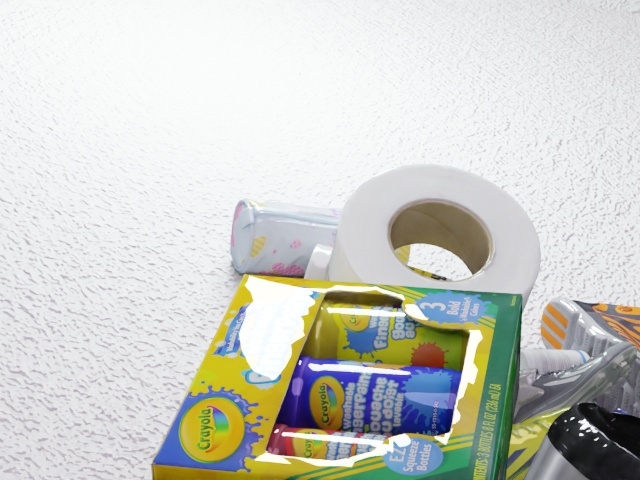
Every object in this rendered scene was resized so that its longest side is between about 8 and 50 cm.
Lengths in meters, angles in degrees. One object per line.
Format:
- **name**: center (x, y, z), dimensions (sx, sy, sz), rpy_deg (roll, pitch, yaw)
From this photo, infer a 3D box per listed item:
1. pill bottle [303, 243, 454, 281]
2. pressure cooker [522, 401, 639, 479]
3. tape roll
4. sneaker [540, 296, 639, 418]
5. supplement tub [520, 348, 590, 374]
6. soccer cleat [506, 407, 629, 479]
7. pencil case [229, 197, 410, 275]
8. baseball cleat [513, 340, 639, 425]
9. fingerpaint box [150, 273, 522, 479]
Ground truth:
- **pill bottle**: center (0.080, 0.082, 2.229), dimensions (0.208, 0.119, 0.119), rpy_deg (17, 29, 4)
- **pressure cooker**: center (0.307, 0.411, 1.464), dimensions (0.375, 0.420, 0.370), rpy_deg (25, 7, -6)
- **tape roll**: center (0.157, 0.029, 2.142), dimensions (0.286, 0.100, 0.286), rpy_deg (5, 49, -6)
- **sneaker**: center (0.472, 0.174, 2.250), dimensions (0.180, 0.124, 0.321), rpy_deg (-2, 33, -26)
- **supplement tub**: center (0.328, 0.190, 2.208), dimensions (0.107, 0.071, 0.071), rpy_deg (4, 30, -21)
- **soccer cleat**: center (0.273, 0.260, 2.004), dimensions (0.289, 0.121, 0.093), rpy_deg (1, 32, -24)
- **pencil case**: center (0.000, 0.000, 2.333), dimensions (0.273, 0.124, 0.113), rpy_deg (3, 71, -18)
- **baseball cleat**: center (0.334, 0.190, 2.118), dimensions (0.206, 0.072, 0.109), rpy_deg (-39, 54, -13)
- **fingerpaint box**: center (0.039, 0.215, 1.842), dimensions (0.371, 0.163, 0.445), rpy_deg (4, 27, 11)
